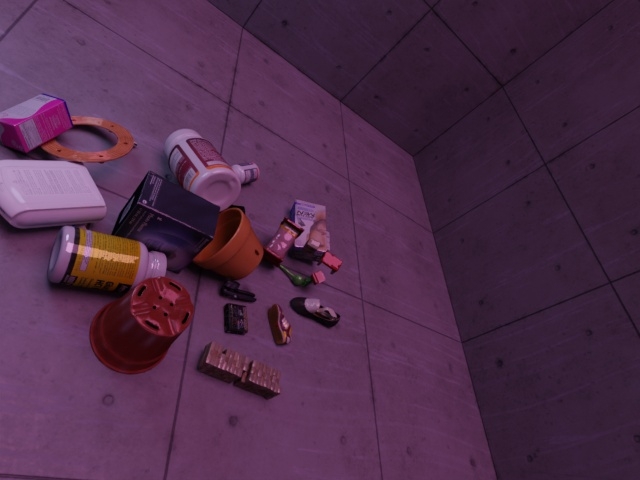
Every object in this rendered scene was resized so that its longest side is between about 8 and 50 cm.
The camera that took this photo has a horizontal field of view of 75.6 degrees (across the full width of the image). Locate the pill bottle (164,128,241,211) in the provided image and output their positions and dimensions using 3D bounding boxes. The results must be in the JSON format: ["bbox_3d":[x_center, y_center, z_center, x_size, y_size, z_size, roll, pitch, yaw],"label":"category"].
[{"bbox_3d":[-0.534,-0.317,1.827,0.224,0.224,0.392,4,36,-46],"label":"pill bottle"}]

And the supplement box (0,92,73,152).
[{"bbox_3d":[-1.031,-0.427,1.488,0.111,0.114,0.220,19,43,12],"label":"supplement box"}]

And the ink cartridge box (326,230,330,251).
[{"bbox_3d":[0.000,0.000,2.377,0.099,0.056,0.135,27,43,-30],"label":"ink cartridge box"}]

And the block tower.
[{"bbox_3d":[-0.304,0.504,1.591,0.335,0.091,0.097,35,40,-25],"label":"block tower"}]

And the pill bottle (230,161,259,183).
[{"bbox_3d":[-0.416,-0.348,2.162,0.108,0.108,0.180,57,36,6],"label":"pill bottle"}]

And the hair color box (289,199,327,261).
[{"bbox_3d":[-0.067,-0.056,2.264,0.185,0.110,0.339,11,51,-16],"label":"hair color box"}]

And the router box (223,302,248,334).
[{"bbox_3d":[-0.354,0.328,1.726,0.092,0.038,0.123,18,49,-38],"label":"router box"}]

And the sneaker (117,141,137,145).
[{"bbox_3d":[-0.846,-0.416,1.813,0.083,0.032,0.037,-8,80,-45],"label":"sneaker"}]

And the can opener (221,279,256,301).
[{"bbox_3d":[-0.352,0.231,1.796,0.186,0.073,0.059,34,32,-40],"label":"can opener"}]

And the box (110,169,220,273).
[{"bbox_3d":[-0.588,-0.056,1.566,0.294,0.296,0.183,27,42,-31],"label":"box"}]

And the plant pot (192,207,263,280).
[{"bbox_3d":[-0.383,0.034,1.764,0.203,0.290,0.291,50,32,-36],"label":"plant pot"}]

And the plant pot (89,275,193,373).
[{"bbox_3d":[-0.566,0.263,1.351,0.272,0.265,0.272,28,43,-30],"label":"plant pot"}]

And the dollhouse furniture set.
[{"bbox_3d":[-0.085,0.077,2.016,0.374,0.152,0.201,33,69,-5],"label":"dollhouse furniture set"}]

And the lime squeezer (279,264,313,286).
[{"bbox_3d":[-0.095,0.195,2.128,0.310,0.059,0.110,20,17,-35],"label":"lime squeezer"}]

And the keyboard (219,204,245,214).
[{"bbox_3d":[-0.456,-0.150,2.029,0.192,0.038,0.100,5,80,-47],"label":"keyboard"}]

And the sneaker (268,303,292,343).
[{"bbox_3d":[-0.177,0.377,1.867,0.084,0.069,0.186,16,55,-51],"label":"sneaker"}]

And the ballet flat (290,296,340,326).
[{"bbox_3d":[-0.013,0.339,2.046,0.280,0.096,0.095,30,42,-28],"label":"ballet flat"}]

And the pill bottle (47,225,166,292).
[{"bbox_3d":[-0.715,0.077,1.407,0.333,0.188,0.188,17,49,-39],"label":"pill bottle"}]

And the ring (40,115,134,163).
[{"bbox_3d":[-0.915,-0.394,1.620,0.336,0.032,0.337,13,38,-11],"label":"ring"}]

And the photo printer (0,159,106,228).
[{"bbox_3d":[-0.935,-0.162,1.406,0.307,0.107,0.256,-12,58,-52],"label":"photo printer"}]

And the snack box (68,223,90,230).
[{"bbox_3d":[-0.865,-0.034,1.473,0.064,0.022,0.178,20,46,-34],"label":"snack box"}]
